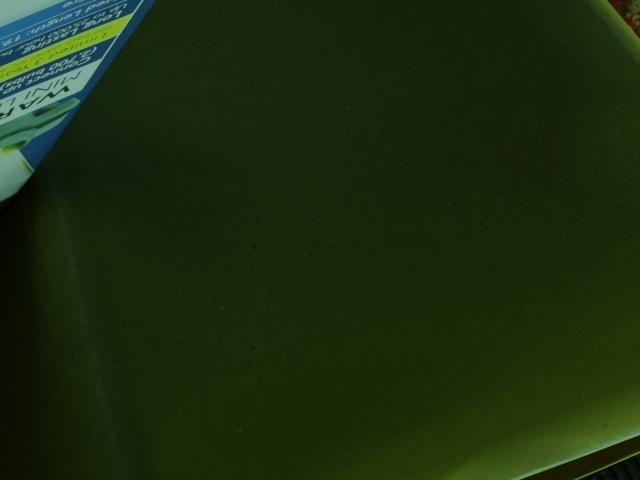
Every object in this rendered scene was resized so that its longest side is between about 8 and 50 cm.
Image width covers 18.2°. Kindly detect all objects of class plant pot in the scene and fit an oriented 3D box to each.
[{"bbox_3d":[-0.013,0.002,0.591,0.212,0.187,0.212,-17,169,-24],"label":"plant pot"}]

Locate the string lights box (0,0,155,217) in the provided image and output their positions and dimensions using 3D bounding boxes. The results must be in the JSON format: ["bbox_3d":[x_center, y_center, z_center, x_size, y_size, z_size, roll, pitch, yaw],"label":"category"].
[{"bbox_3d":[-0.126,-0.029,0.419,0.133,0.077,0.259,-27,174,-27],"label":"string lights box"}]

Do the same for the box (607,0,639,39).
[{"bbox_3d":[0.167,-0.136,0.626,0.257,0.128,0.122,-31,173,26],"label":"box"}]
